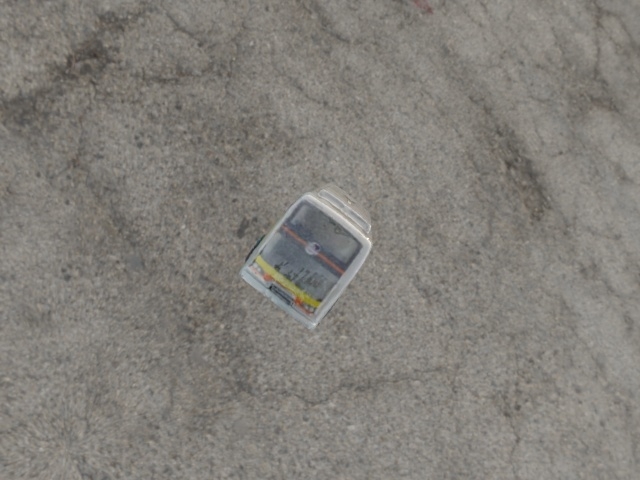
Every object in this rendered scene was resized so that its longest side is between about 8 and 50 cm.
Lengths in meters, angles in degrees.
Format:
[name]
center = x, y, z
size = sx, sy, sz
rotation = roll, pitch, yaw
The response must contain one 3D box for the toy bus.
[toy bus]
center = 0.000, 0.000, 0.504
size = 0.092, 0.268, 0.106
rotation = 38, 100, -1
